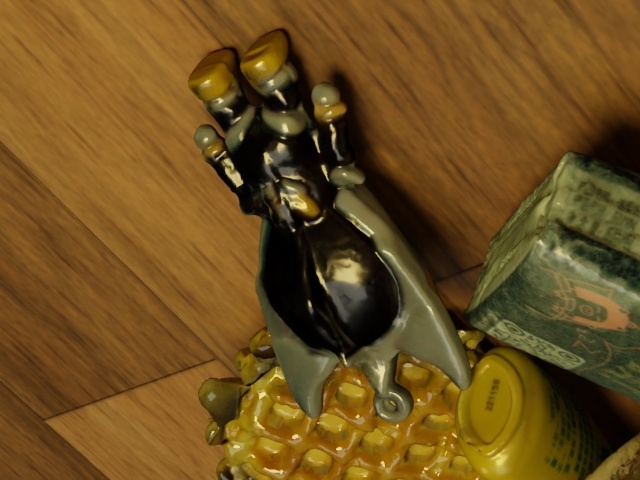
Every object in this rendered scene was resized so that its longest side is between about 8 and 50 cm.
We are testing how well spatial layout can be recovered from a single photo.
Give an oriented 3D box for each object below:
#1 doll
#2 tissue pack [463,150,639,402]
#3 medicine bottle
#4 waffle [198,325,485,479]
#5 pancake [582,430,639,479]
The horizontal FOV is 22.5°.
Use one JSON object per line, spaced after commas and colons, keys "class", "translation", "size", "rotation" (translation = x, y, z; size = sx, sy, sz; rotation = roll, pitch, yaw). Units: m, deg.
{"class": "doll", "translation": [-0.004, 0.001, 1.216], "size": [0.145, 0.103, 0.316], "rotation": [-23, 107, 8]}
{"class": "tissue pack", "translation": [0.276, 0.064, 1.149], "size": [0.315, 0.103, 0.228], "rotation": [23, 163, -1]}
{"class": "medicine bottle", "translation": [0.206, 0.189, 1.312], "size": [0.076, 0.111, 0.309], "rotation": [-10, 148, 32]}
{"class": "waffle", "translation": [0.052, 0.163, 1.379], "size": [0.329, 0.062, 0.329], "rotation": [2, 126, 3]}
{"class": "pancake", "translation": [0.257, 0.260, 1.307], "size": [0.049, 0.282, 0.282], "rotation": [32, 150, 41]}
